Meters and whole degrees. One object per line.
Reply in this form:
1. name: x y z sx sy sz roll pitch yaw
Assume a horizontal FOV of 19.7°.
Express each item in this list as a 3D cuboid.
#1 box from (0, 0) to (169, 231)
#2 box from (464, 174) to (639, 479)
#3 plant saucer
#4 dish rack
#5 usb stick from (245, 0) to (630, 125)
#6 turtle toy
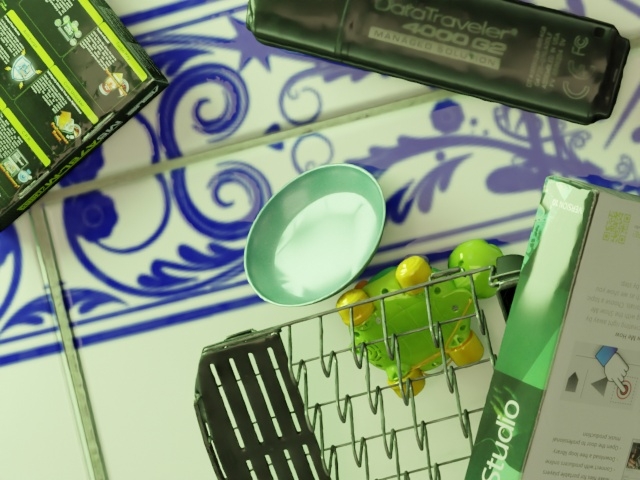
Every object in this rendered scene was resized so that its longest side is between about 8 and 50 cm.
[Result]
1. box: -0.242 -0.133 1.400 0.184 0.045 0.191 -41 82 9
2. box: 0.206 0.134 1.219 0.058 0.232 0.322 20 97 55
3. plant saucer: 0.000 0.000 1.332 0.119 0.021 0.119 -20 49 25
4. dish rack: 0.053 0.129 1.277 0.271 0.074 0.208 -16 114 7
5. usb stick: 0.080 -0.149 1.321 0.278 0.045 0.077 16 88 13
6. turtle toy: 0.076 0.046 1.315 0.130 0.066 0.095 -29 112 13
